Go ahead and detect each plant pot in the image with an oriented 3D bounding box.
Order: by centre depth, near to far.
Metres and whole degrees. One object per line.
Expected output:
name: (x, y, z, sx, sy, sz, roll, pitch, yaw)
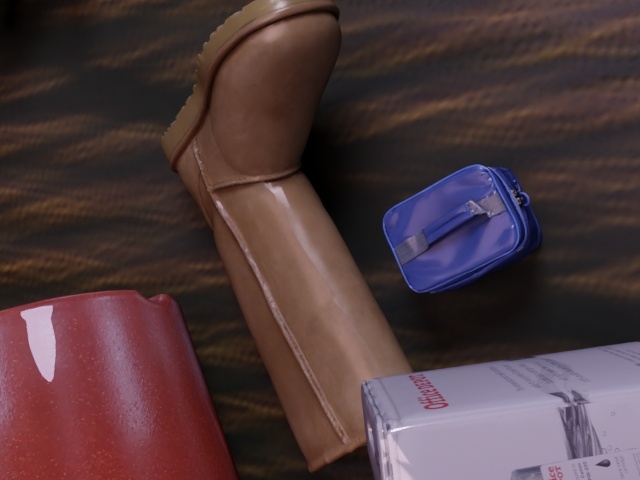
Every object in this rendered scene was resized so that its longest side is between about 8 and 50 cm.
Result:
plant pot: (-0.169, 0.191, 0.748, 0.272, 0.272, 0.265, -24, 73, 27)

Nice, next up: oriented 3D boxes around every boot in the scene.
boot: (0.000, 0.000, 0.704, 0.269, 0.089, 0.236, 64, 151, 13)

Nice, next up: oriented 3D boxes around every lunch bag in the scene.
lunch bag: (0.096, -0.008, 0.693, 0.098, 0.065, 0.067, -31, 78, 26)

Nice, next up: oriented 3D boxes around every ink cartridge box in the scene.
ink cartridge box: (0.137, 0.115, 0.579, 0.218, 0.158, 0.092, -6, 91, -1)
